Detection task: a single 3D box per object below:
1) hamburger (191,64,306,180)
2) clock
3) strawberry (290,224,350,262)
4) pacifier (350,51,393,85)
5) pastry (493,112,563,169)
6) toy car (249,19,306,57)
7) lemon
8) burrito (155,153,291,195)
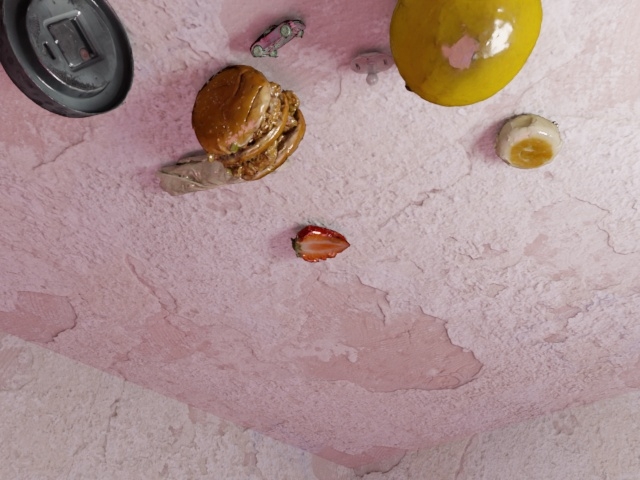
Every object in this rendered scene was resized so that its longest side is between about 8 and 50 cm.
[{"bbox_3d":[-0.182,-0.277,1.400,0.260,0.245,0.211,25,169,43],"label":"hamburger"},{"bbox_3d":[-0.526,-0.407,1.214,0.061,0.312,0.312,-10,139,30],"label":"clock"},{"bbox_3d":[0.000,0.000,1.823,0.187,0.082,0.146,0,146,-3],"label":"strawberry"},{"bbox_3d":[0.119,-0.389,1.337,0.099,0.078,0.081,-6,161,13],"label":"pacifier"},{"bbox_3d":[0.517,-0.243,1.458,0.166,0.088,0.166,6,141,5],"label":"pastry"},{"bbox_3d":[-0.097,-0.453,1.297,0.142,0.069,0.055,-25,93,32],"label":"toy car"},{"bbox_3d":[0.277,-0.411,1.134,0.297,0.297,0.297,3,141,3],"label":"lemon"},{"bbox_3d":[-0.277,-0.199,1.612,0.392,0.076,0.117,-10,137,19],"label":"burrito"}]
